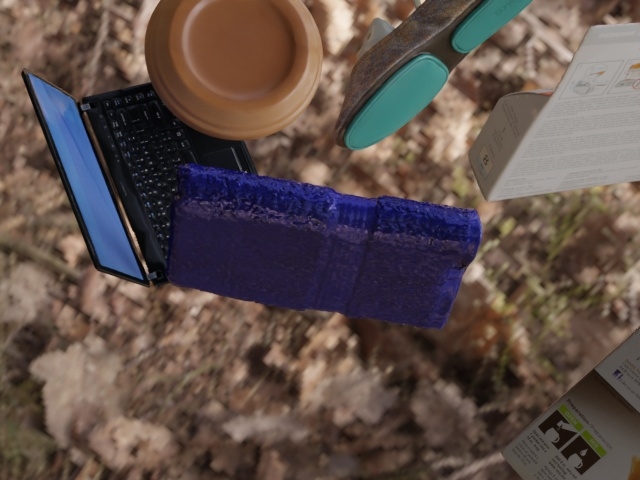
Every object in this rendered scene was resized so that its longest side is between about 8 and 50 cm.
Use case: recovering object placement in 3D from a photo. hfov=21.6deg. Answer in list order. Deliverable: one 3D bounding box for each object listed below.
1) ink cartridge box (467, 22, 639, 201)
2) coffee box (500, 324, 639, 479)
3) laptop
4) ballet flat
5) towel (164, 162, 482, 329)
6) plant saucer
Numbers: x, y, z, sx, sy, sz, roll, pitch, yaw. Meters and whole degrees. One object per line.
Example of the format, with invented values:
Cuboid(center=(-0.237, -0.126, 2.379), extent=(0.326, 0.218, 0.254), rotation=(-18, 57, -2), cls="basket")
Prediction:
Cuboid(center=(0.399, -0.201, 2.213), extent=(0.308, 0.385, 0.091), rotation=(-7, 61, -21), cls="ink cartridge box")
Cuboid(center=(0.287, 0.126, 1.429), extent=(0.098, 0.246, 0.141), rotation=(48, 19, 10), cls="coffee box")
Cuboid(center=(-0.173, -0.083, 1.798), extent=(0.264, 0.136, 0.234), rotation=(-16, 76, -26), cls="laptop")
Cuboid(center=(0.120, -0.235, 1.928), extent=(0.106, 0.316, 0.107), rotation=(52, 6, 31), cls="ballet flat")
Cuboid(center=(0.000, 0.000, 1.711), extent=(0.308, 0.227, 0.076), rotation=(9, 62, -3), cls="towel")
Cuboid(center=(-0.092, -0.210, 1.839), extent=(0.200, 0.037, 0.200), rotation=(3, 76, -13), cls="plant saucer")
